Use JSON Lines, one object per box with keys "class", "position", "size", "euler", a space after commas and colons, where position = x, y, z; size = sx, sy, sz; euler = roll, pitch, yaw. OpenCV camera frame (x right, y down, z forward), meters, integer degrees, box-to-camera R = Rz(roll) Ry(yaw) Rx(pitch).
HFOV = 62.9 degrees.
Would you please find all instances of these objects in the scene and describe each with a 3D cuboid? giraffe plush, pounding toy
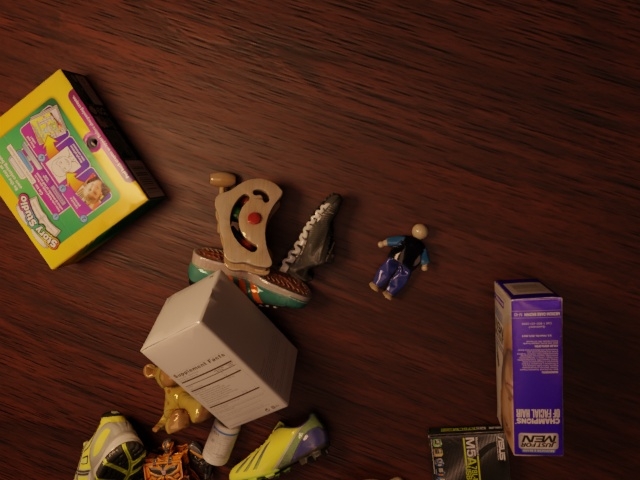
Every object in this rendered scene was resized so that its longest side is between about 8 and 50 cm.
{"class": "giraffe plush", "position": [-0.342, 0.361, 1.294], "size": [0.210, 0.182, 0.170], "euler": [-24, 83, 44]}
{"class": "pounding toy", "position": [-0.164, -0.043, 1.226], "size": [0.154, 0.155, 0.269], "euler": [-9, 73, -13]}

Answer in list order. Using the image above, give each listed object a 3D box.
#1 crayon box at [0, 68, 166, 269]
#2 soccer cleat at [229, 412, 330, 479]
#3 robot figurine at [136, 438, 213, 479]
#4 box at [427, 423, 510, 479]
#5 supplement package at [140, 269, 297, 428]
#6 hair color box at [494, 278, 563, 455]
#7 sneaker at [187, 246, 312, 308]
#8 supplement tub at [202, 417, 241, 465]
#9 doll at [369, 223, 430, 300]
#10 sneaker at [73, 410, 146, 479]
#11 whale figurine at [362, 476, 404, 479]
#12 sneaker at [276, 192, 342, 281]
{"class": "crayon box", "position": [-0.611, -0.165, 1.265], "size": [0.313, 0.106, 0.362], "euler": [-33, 92, 12]}
{"class": "soccer cleat", "position": [-0.108, 0.527, 1.318], "size": [0.289, 0.093, 0.121], "euler": [-29, 63, 15]}
{"class": "robot figurine", "position": [-0.372, 0.660, 1.360], "size": [0.211, 0.085, 0.290], "euler": [-11, 97, 8]}
{"class": "box", "position": [0.360, 0.543, 1.265], "size": [0.184, 0.045, 0.190], "euler": [-5, 98, 11]}
{"class": "supplement package", "position": [-0.214, 0.246, 1.172], "size": [0.175, 0.177, 0.293], "euler": [-28, 116, 22]}
{"class": "hair color box", "position": [0.450, 0.268, 1.143], "size": [0.110, 0.185, 0.338], "euler": [-4, 97, 8]}
{"class": "sneaker", "position": [-0.172, 0.116, 1.253], "size": [0.303, 0.108, 0.120], "euler": [19, 109, 7]}
{"class": "supplement tub", "position": [-0.251, 0.505, 1.329], "size": [0.071, 0.071, 0.107], "euler": [22, 101, 4]}
{"class": "doll", "position": [0.187, 0.042, 1.216], "size": [0.129, 0.046, 0.189], "euler": [33, 101, 1]}
{"class": "sneaker", "position": [-0.570, 0.604, 1.371], "size": [0.384, 0.145, 0.147], "euler": [-55, 48, 21]}
{"class": "whale figurine", "position": [0.171, 0.688, 1.260], "size": [0.272, 0.141, 0.216], "euler": [13, 56, 0]}
{"class": "sneaker", "position": [0.000, 0.000, 1.223], "size": [0.106, 0.078, 0.234], "euler": [34, 105, -1]}
